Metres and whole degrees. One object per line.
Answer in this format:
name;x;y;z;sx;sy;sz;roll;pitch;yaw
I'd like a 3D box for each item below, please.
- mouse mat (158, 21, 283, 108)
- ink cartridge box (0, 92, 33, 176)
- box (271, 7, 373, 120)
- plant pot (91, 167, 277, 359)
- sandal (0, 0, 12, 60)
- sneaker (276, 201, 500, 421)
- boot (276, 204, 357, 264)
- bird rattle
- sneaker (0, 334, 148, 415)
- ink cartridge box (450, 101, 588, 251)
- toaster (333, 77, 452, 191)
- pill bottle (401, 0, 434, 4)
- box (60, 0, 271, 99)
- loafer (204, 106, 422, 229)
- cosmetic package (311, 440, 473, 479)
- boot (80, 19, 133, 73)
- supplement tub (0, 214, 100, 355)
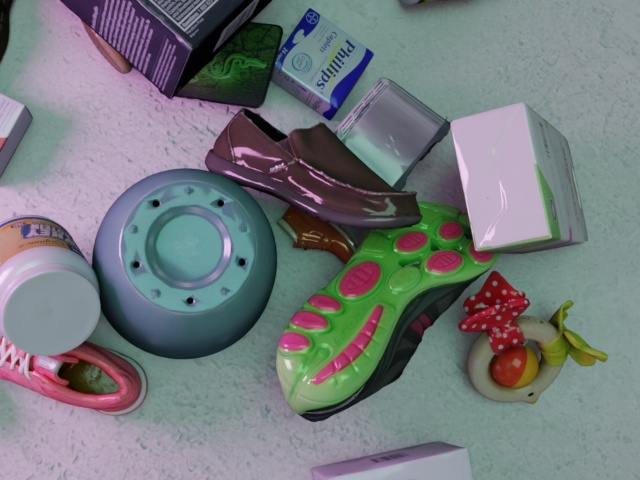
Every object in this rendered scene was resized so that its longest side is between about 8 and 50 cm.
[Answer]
mouse mat;-0.165;-0.299;1.221;0.189;0.007;0.153;10;78;14
ink cartridge box;-0.554;-0.181;1.124;0.175;0.072;0.128;25;77;-7
box;0.000;-0.299;1.258;0.137;0.072;0.126;34;77;-5
plant pot;-0.195;0.027;1.082;0.292;0.235;0.293;2;81;-12
sandal;-0.532;-0.356;1.154;0.060;0.090;0.220;5;81;6
sneaker;0.105;0.101;1.175;0.482;0.202;0.185;-35;65;-30
boot;0.000;0.000;1.221;0.084;0.059;0.158;-42;83;-12
bird rattle;0.325;0.180;1.202;0.253;0.143;0.207;12;113;-26
sneaker;-0.399;0.164;1.068;0.313;0.136;0.116;21;76;-8
ink cartridge box;0.339;-0.085;1.214;0.119;0.353;0.207;-13;82;28
toaster;0.108;-0.166;1.231;0.146;0.129;0.227;40;77;-1
pill bottle;0.242;-0.494;1.316;0.208;0.119;0.119;-12;84;-13
box;-0.228;-0.434;1.109;0.294;0.182;0.296;42;65;-7
loafer;-0.012;-0.114;1.118;0.365;0.134;0.130;21;101;19
cosmetic package;0.122;0.445;1.129;0.224;0.138;0.225;-8;81;-13
boot;-0.302;-0.415;1.205;0.206;0.090;0.248;-29;84;-12
supplement tub;-0.389;0.059;1.018;0.144;0.199;0.144;-13;117;-27
